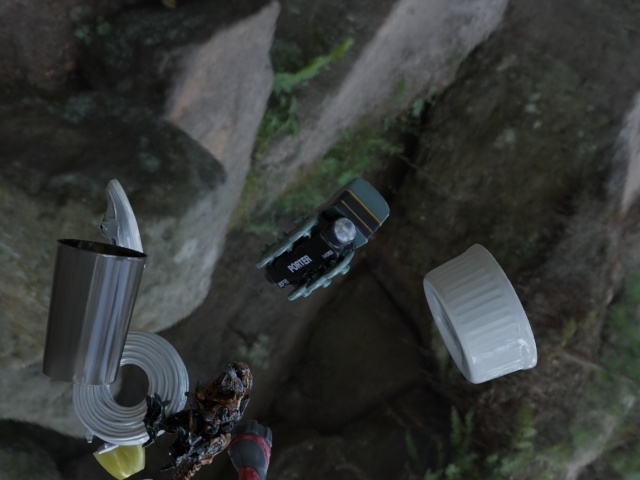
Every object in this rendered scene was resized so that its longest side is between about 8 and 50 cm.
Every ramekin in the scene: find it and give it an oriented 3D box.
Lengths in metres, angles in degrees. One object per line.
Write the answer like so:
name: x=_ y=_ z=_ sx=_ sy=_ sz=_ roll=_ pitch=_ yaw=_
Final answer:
ramekin: x=0.320 y=0.158 z=1.779 sx=0.135 sy=0.277 sz=0.277 roll=-24 pitch=168 yaw=-3

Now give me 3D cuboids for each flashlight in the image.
flashlight: x=-0.158 y=0.516 z=1.827 sx=0.304 sy=0.103 sz=0.103 roll=-88 pitch=-172 yaw=-61

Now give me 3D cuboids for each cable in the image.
cable: x=-0.428 y=0.326 z=1.932 sx=0.089 sy=0.257 sz=0.257 roll=74 pitch=0 yaw=-75

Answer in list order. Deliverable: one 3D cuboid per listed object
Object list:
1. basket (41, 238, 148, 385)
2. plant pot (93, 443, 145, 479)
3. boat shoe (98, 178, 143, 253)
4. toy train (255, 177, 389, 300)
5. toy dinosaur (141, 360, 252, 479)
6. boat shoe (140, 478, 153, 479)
basket: x=-0.394 y=0.122 z=1.482 sx=0.204 sy=0.154 sz=0.227 roll=-161 pitch=-99 yaw=-72
plant pot: x=-0.512 y=0.568 z=2.255 sx=0.134 sy=0.095 sz=0.134 roll=-26 pitch=172 yaw=-4
boat shoe: x=-0.376 y=-0.022 z=1.597 sx=0.063 sy=0.066 sz=0.184 roll=-19 pitch=124 yaw=-21
toy train: x=0.000 y=0.000 z=1.727 sx=0.190 sy=0.142 sz=0.334 roll=-47 pitch=-173 yaw=-31
toy dinosaur: x=-0.252 y=0.411 z=1.856 sx=0.218 sy=0.164 sz=0.322 roll=7 pitch=93 yaw=-51
boat shoe: x=-0.419 y=0.599 z=2.027 sx=0.228 sy=0.076 sz=0.080 roll=67 pitch=28 yaw=-72
